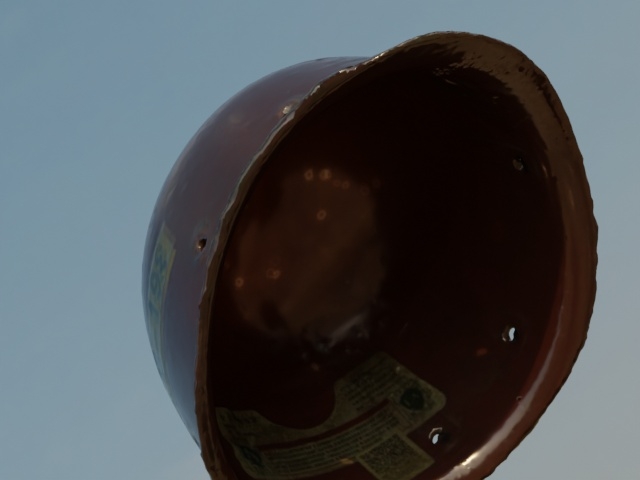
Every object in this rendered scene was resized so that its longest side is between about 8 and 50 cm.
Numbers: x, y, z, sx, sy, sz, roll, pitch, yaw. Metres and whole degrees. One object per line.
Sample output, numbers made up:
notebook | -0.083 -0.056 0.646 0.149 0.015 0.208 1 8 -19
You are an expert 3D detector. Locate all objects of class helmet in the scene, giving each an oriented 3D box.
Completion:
helmet | 0.000 0.000 0.586 0.155 0.106 0.175 -24 -51 -26
